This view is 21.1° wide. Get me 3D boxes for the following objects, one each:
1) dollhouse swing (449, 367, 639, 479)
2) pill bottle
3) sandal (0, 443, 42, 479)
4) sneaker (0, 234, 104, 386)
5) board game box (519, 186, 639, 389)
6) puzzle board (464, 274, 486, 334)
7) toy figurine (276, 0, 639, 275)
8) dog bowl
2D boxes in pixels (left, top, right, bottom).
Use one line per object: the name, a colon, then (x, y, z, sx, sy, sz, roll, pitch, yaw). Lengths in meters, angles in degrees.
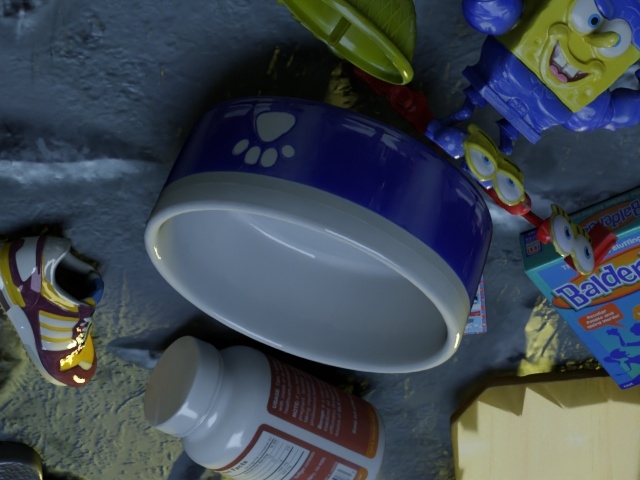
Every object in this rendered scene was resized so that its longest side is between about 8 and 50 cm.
dollhouse swing: (0.289, 0.275, 1.799, 0.347, 0.304, 0.315, -6, 180, 4)
pill bottle: (-0.054, 0.172, 1.624, 0.216, 0.121, 0.121, 28, 130, -29)
sandal: (-0.344, 0.300, 1.819, 0.097, 0.054, 0.254, 9, 128, -22)
sneaker: (-0.226, 0.067, 1.538, 0.084, 0.069, 0.185, -9, 139, 16)
board game box: (0.298, 0.041, 1.543, 0.160, 0.047, 0.210, -23, 134, 23)
puzzle board: (0.088, 0.061, 1.586, 0.128, 0.011, 0.096, -6, 138, 4)
toy figurine: (0.141, -0.166, 1.279, 0.217, 0.191, 0.362, -48, 119, 3)
dog bowl: (0.000, 0.000, 1.370, 0.265, 0.104, 0.265, 17, 155, 8)
